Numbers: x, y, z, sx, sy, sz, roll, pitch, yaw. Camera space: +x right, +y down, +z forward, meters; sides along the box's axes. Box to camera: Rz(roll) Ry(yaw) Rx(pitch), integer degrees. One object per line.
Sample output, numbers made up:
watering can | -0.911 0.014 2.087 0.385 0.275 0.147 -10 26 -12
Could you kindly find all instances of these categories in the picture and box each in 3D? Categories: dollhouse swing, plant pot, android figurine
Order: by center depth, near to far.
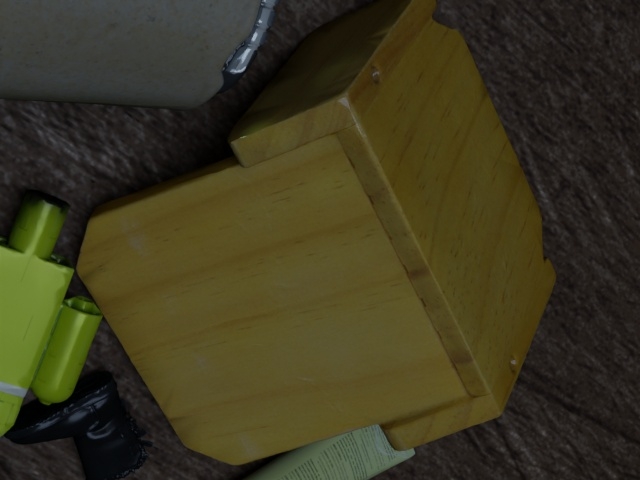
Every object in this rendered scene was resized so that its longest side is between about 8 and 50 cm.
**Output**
plant pot | -0.214 -0.233 1.091 0.305 0.334 0.334 9 100 -28
android figurine | -0.324 0.073 1.268 0.248 0.056 0.273 22 95 -22
dollhouse swing | 0.000 0.000 1.395 0.347 0.305 0.315 61 36 -24

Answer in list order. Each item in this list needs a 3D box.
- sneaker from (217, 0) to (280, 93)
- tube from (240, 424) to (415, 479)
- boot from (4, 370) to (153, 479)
sneaker | -0.094 -0.253 1.280 0.132 0.086 0.229 25 83 -22
tube | -0.013 0.238 1.459 0.240 0.062 0.070 -29 157 -19
boot | -0.225 0.186 1.358 0.121 0.045 0.099 -25 118 -14
